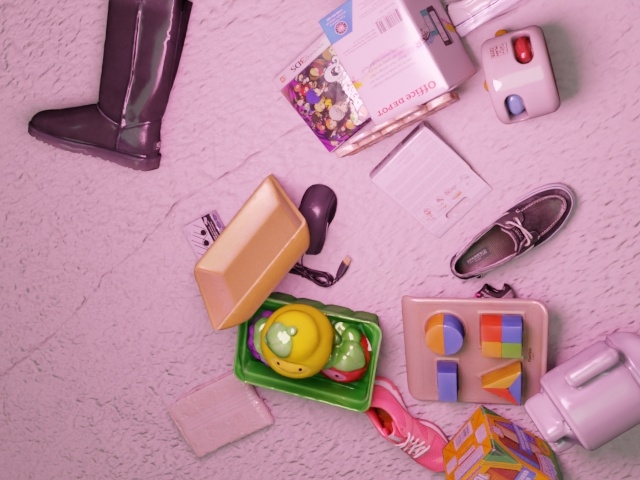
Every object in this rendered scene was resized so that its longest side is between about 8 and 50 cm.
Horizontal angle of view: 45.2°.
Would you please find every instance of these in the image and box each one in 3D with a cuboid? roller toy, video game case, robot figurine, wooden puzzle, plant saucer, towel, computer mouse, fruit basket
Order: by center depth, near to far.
[{"bbox_3d":[0.425,-0.356,1.659,0.146,0.191,0.209,-14,101,20],"label":"roller toy"},{"bbox_3d":[0.651,0.342,1.761,0.353,0.300,0.199,-33,49,7],"label":"robot figurine"},{"bbox_3d":[0.032,-0.364,1.853,0.210,0.042,0.232,-37,92,23],"label":"video game case"},{"bbox_3d":[0.371,0.285,1.871,0.348,0.080,0.322,2,122,17],"label":"wooden puzzle"},{"bbox_3d":[-0.158,0.034,1.874,0.081,0.333,0.332,34,100,-29],"label":"plant saucer"},{"bbox_3d":[-0.041,0.267,1.876,0.392,0.392,0.282,12,108,13],"label":"fruit basket"},{"bbox_3d":[0.000,0.000,1.952,0.184,0.060,0.262,27,111,9],"label":"computer mouse"},{"bbox_3d":[-0.284,0.489,2.177,0.282,0.049,0.187,-28,97,20],"label":"towel"}]

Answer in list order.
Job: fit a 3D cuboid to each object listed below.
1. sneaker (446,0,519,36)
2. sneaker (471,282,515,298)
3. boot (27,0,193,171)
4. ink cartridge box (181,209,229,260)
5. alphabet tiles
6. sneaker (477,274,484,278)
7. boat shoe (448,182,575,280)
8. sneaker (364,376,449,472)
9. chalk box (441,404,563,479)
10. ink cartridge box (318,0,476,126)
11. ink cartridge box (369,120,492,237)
[{"bbox_3d":[0.391,-0.548,1.669,0.258,0.094,0.091,-30,99,22],"label":"sneaker"},{"bbox_3d":[0.394,0.143,1.877,0.171,0.063,0.074,-11,94,20],"label":"sneaker"},{"bbox_3d":[-0.540,-0.437,1.942,0.367,0.146,0.445,15,112,3],"label":"boot"},{"bbox_3d":[-0.276,0.033,2.049,0.097,0.046,0.207,-26,97,22],"label":"ink cartridge box"},{"bbox_3d":[0.173,-0.255,1.714,0.284,0.278,0.021,-26,91,20],"label":"alphabet tiles"},{"bbox_3d":[0.374,0.056,1.871,0.032,0.037,0.083,-33,92,23],"label":"sneaker"},{"bbox_3d":[0.446,-0.007,1.774,0.335,0.119,0.121,-39,88,11],"label":"boat shoe"},{"bbox_3d":[0.211,0.501,1.987,0.314,0.136,0.116,44,113,1],"label":"sneaker"},{"bbox_3d":[0.472,0.578,1.891,0.289,0.179,0.180,31,112,-10],"label":"chalk box"},{"bbox_3d":[0.174,-0.424,1.692,0.198,0.197,0.270,-25,97,36],"label":"ink cartridge box"},{"bbox_3d":[0.264,-0.145,1.853,0.232,0.066,0.189,38,113,-19],"label":"ink cartridge box"}]
